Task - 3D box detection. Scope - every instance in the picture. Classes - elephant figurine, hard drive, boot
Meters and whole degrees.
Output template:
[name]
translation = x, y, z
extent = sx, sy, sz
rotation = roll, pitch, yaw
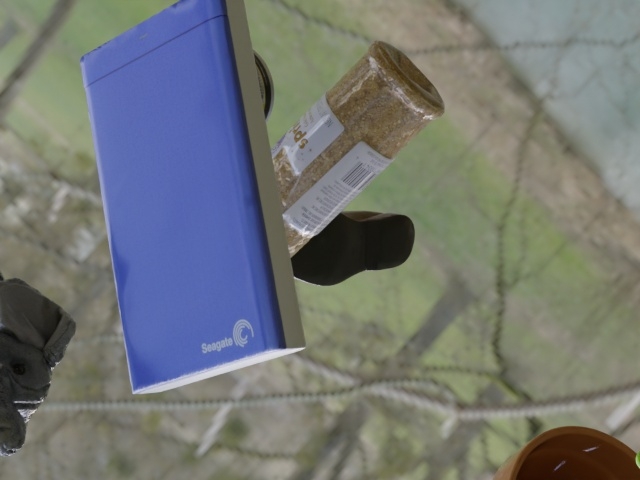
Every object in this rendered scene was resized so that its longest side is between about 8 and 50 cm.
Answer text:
[elephant figurine]
translation = -0.319, 0.116, 1.634
extent = 0.239, 0.186, 0.169
rotation = 39, 145, 18
[hard drive]
translation = -0.119, -0.040, 1.495
extent = 0.040, 0.210, 0.319
rotation = -1, -103, -43
[boot]
translation = 0.000, 0.000, 2.456
extent = 0.115, 0.112, 0.305
rotation = 14, -170, 39

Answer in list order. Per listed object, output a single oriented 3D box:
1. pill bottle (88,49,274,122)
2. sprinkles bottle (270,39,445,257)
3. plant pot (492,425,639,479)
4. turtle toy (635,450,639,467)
[pill bottle]
translation = -0.149, -0.150, 1.822
extent = 0.119, 0.119, 0.208
rotation = 43, -152, 15
[sprinkles bottle]
translation = -0.012, -0.078, 2.033
extent = 0.121, 0.355, 0.121
rotation = 41, -162, -16
[plant pot]
translation = 0.304, 0.414, 2.208
extent = 0.291, 0.291, 0.203
rotation = 43, 139, -4
[turtle toy]
translation = 0.366, 0.219, 1.651
extent = 0.130, 0.095, 0.066
rotation = 18, 149, -34
